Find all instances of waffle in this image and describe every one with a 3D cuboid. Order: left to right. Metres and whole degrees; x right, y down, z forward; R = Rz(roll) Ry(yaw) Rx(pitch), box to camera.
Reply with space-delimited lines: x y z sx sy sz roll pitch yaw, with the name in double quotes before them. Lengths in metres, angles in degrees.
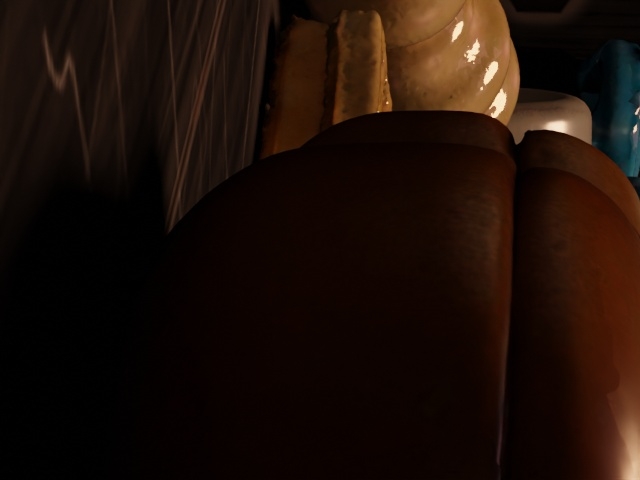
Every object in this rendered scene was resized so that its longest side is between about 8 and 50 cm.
"waffle" 0.000 0.000 0.724 0.102 0.042 0.148 85 9 -51

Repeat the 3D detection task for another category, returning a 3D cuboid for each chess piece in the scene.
"chess piece" 0.025 -0.105 0.790 0.170 0.094 0.094 68 23 -59

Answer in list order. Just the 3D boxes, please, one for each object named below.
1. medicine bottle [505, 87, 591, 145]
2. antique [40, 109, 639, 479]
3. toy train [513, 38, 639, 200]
"medicine bottle" 0.068 0.107 0.932 0.110 0.110 0.352 -61 152 -79
"antique" 0.015 0.083 0.422 0.278 0.129 0.223 -82 173 -48
"toy train" 0.106 0.022 1.210 0.300 0.188 0.265 -86 180 -52
